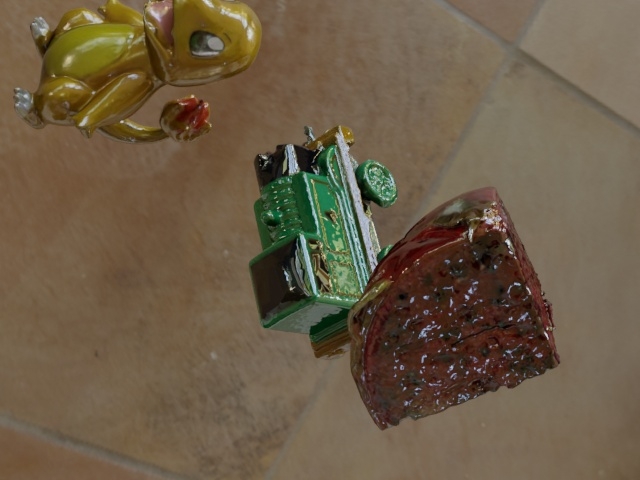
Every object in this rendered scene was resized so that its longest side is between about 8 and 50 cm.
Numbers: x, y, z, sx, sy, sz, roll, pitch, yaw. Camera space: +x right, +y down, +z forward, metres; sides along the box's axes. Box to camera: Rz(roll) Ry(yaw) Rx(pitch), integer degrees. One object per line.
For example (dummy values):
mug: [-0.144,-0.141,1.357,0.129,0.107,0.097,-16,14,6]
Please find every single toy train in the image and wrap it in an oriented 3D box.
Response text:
toy train: [0.000,0.000,0.855,0.136,0.091,0.228,8,61,-47]

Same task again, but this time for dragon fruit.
dragon fruit: [0.076,0.025,0.648,0.120,0.161,0.127,-17,110,15]

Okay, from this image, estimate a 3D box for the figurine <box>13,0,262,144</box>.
figurine: [-0.112,-0.113,0.711,0.176,0.121,0.122,-14,141,28]
